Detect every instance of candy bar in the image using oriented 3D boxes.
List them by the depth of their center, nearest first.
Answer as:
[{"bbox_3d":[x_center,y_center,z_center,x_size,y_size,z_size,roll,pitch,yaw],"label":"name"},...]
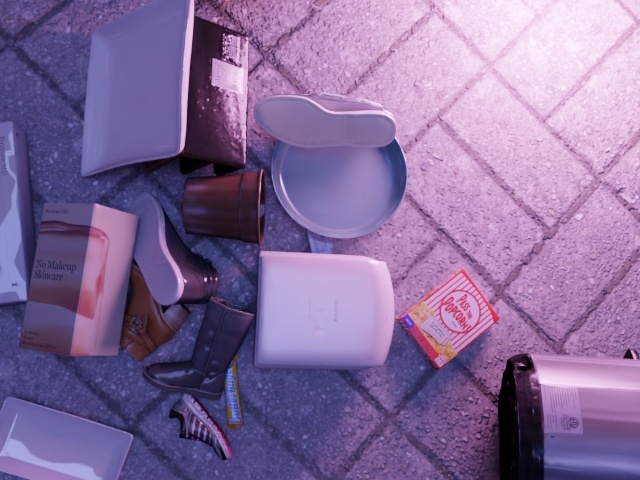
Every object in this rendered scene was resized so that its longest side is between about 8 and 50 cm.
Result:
[{"bbox_3d":[-0.194,0.332,1.292,0.040,0.018,0.161,-6,83,-9],"label":"candy bar"}]

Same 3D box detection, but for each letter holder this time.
[{"bbox_3d":[-0.280,-0.298,1.305,0.152,0.214,0.301,8,78,-40],"label":"letter holder"}]

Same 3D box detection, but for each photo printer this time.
[{"bbox_3d":[0.011,0.156,1.299,0.308,0.107,0.256,4,82,-8],"label":"photo printer"}]

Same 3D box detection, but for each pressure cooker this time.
[{"bbox_3d":[0.584,0.420,1.176,0.421,0.375,0.369,1,91,11],"label":"pressure cooker"}]

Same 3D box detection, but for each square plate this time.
[{"bbox_3d":[-0.381,-0.317,1.234,0.049,0.347,0.344,10,79,-51],"label":"square plate"}]

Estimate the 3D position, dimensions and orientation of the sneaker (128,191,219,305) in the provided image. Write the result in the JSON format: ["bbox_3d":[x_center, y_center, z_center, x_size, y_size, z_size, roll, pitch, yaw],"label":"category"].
[{"bbox_3d":[-0.319,0.027,1.278,0.104,0.147,0.295,-40,58,16],"label":"sneaker"}]

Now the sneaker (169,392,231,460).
[{"bbox_3d":[-0.258,0.405,1.251,0.075,0.063,0.170,-39,85,-11],"label":"sneaker"}]

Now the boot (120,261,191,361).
[{"bbox_3d":[-0.396,0.147,1.258,0.197,0.073,0.152,45,83,1],"label":"boot"}]

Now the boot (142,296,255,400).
[{"bbox_3d":[-0.255,0.219,1.238,0.190,0.076,0.208,15,106,-17],"label":"boot"}]

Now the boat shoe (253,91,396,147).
[{"bbox_3d":[0.011,-0.278,1.334,0.320,0.099,0.116,7,125,0],"label":"boat shoe"}]

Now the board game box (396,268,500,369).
[{"bbox_3d":[0.297,0.181,1.371,0.193,0.045,0.146,-37,90,-11],"label":"board game box"}]

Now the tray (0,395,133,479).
[{"bbox_3d":[-0.540,0.429,1.220,0.270,0.030,0.145,19,80,-6],"label":"tray"}]

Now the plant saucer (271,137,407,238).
[{"bbox_3d":[0.043,-0.156,1.368,0.318,0.044,0.317,1,80,-8],"label":"plant saucer"}]

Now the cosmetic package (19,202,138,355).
[{"bbox_3d":[-0.487,0.079,1.196,0.153,0.129,0.296,1,80,25],"label":"cosmetic package"}]

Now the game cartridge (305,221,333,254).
[{"bbox_3d":[0.000,0.000,1.364,0.056,0.017,0.083,-11,85,-6],"label":"game cartridge"}]

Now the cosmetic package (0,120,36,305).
[{"bbox_3d":[-0.752,-0.041,1.213,0.285,0.097,0.377,-7,84,-8],"label":"cosmetic package"}]

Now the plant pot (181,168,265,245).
[{"bbox_3d":[-0.206,-0.072,1.276,0.165,0.167,0.167,1,83,0],"label":"plant pot"}]
